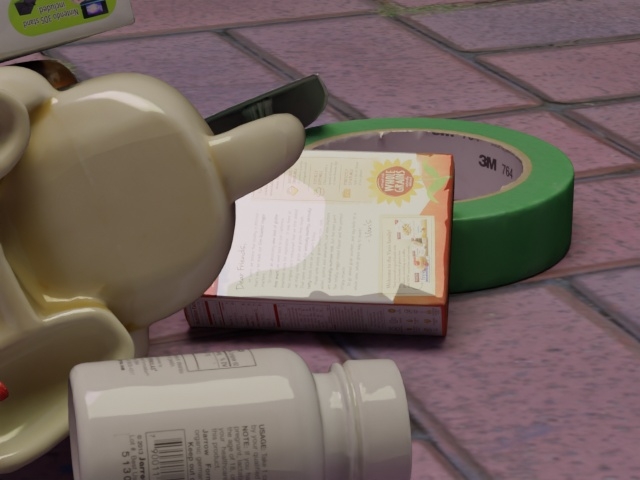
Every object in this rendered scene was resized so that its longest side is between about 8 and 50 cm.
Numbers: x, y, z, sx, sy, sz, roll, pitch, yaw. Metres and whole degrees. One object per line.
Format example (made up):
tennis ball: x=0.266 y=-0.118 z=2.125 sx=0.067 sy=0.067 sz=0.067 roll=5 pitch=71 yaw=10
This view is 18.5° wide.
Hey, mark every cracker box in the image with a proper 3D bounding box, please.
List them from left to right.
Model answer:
cracker box: x=0.000 y=0.000 z=1.742 sx=0.232 sy=0.067 sz=0.156 roll=3 pitch=60 yaw=5

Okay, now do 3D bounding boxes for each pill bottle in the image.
pill bottle: x=-0.058 y=0.142 z=1.381 sx=0.229 sy=0.131 sz=0.131 roll=-4 pitch=21 yaw=-10

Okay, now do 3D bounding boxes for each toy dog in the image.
toy dog: x=-0.232 y=-0.039 z=1.618 sx=0.395 sy=0.285 sz=0.408 roll=-34 pitch=11 yaw=-8

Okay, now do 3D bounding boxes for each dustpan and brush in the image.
dustpan and brush: x=-0.057 y=-0.115 z=2.076 sx=0.147 sy=0.060 sz=0.211 roll=-22 pitch=0 yaw=0

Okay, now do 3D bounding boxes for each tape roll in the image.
tape roll: x=0.089 y=-0.041 z=1.945 sx=0.321 sy=0.077 sz=0.321 roll=-1 pitch=20 yaw=0

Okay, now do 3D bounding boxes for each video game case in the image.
video game case: x=-0.312 y=-0.160 z=1.592 sx=0.244 sy=0.061 sz=0.269 roll=-17 pitch=7 yaw=-26

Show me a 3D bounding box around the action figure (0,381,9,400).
action figure: x=-0.361 y=0.148 z=1.334 sx=0.139 sy=0.091 sz=0.280 roll=27 pitch=56 yaw=30
